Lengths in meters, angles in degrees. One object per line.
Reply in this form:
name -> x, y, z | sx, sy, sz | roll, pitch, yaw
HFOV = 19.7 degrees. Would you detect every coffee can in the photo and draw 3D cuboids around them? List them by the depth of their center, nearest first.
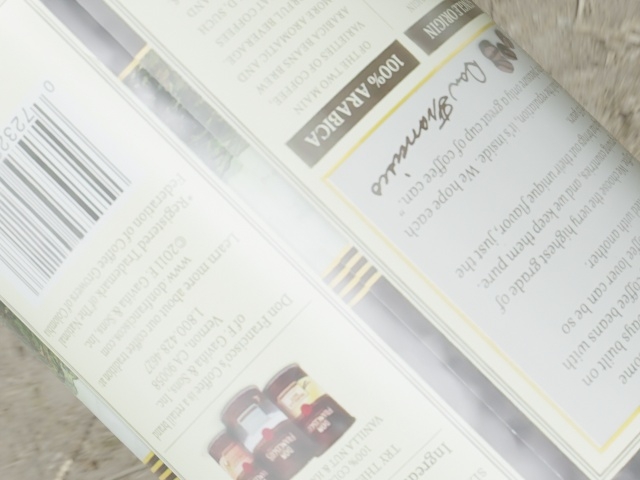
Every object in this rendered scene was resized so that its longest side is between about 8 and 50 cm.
coffee can -> 0.000, 0.000, 0.649 | 0.275, 0.201, 0.201 | 45, 95, 2
